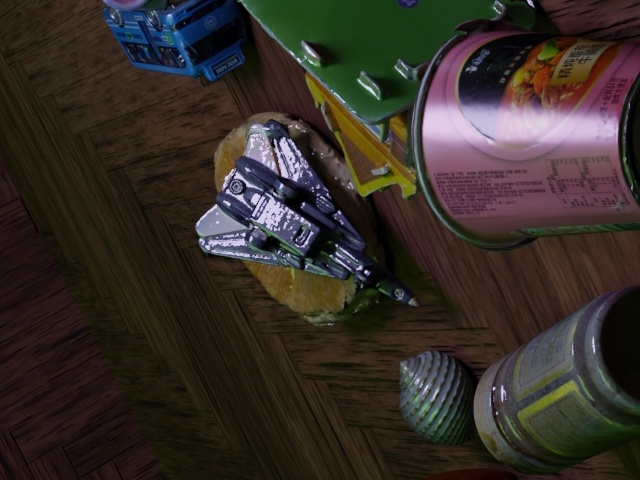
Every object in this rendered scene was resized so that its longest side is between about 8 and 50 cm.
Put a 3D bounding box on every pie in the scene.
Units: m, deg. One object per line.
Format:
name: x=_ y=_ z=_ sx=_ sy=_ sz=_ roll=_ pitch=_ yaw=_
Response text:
pie: x=-0.031 y=-0.027 z=2.465 sx=0.339 sy=0.083 sz=0.339 roll=40 pitch=147 yaw=33

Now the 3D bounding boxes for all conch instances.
conch: x=0.157 y=0.219 z=2.367 sx=0.153 sy=0.102 sz=0.135 roll=64 pitch=171 yaw=-10

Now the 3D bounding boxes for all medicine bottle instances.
medicine bottle: x=0.296 y=0.158 z=1.942 sx=0.151 sy=0.151 sz=0.322 roll=58 pitch=156 yaw=6

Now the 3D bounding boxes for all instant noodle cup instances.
instant noodle cup: x=0.253 y=-0.099 z=1.683 sx=0.255 sy=0.244 sz=0.244 roll=4 pitch=121 yaw=52

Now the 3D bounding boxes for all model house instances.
model house: x=0.039 y=-0.195 z=1.964 sx=0.357 sy=0.242 sz=0.312 roll=45 pitch=155 yaw=28

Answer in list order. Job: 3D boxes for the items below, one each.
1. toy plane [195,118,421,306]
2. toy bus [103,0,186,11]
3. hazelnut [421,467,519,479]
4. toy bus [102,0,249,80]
toy plane: x=-0.006 y=0.000 z=2.288 sx=0.316 sy=0.103 sz=0.204 roll=36 pitch=104 yaw=25
toy bus: x=-0.179 y=-0.430 z=2.143 sx=0.197 sy=0.232 sz=0.294 roll=-104 pitch=3 yaw=-51
hazelnut: x=0.214 y=0.463 z=2.247 sx=0.372 sy=0.372 sz=0.315 roll=30 pitch=104 yaw=50
toy bus: x=-0.200 y=-0.302 z=2.463 sx=0.246 sy=0.113 sz=0.134 roll=17 pitch=136 yaw=60
